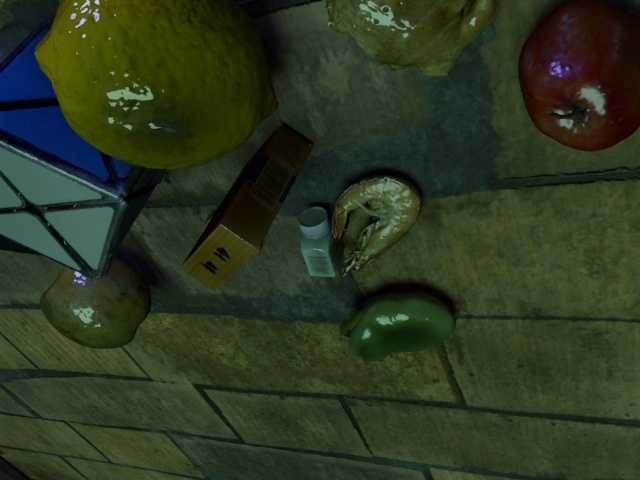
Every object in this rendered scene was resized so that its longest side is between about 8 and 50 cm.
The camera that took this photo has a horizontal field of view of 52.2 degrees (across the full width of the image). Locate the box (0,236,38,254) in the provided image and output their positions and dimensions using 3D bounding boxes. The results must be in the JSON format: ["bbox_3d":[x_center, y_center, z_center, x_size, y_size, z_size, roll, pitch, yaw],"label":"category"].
[{"bbox_3d":[-0.729,-0.109,1.325,0.350,0.091,0.359,6,139,19],"label":"box"}]

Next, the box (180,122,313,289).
[{"bbox_3d":[-0.110,-0.055,0.998,0.070,0.237,0.152,37,138,-12],"label":"box"}]

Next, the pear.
[{"bbox_3d":[-0.479,0.136,1.413,0.211,0.188,0.228,40,138,-10],"label":"pear"}]

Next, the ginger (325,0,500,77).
[{"bbox_3d":[0.090,-0.278,0.758,0.216,0.102,0.157,28,134,-13],"label":"ginger"}]

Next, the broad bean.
[{"bbox_3d":[0.144,0.158,1.249,0.227,0.100,0.169,-10,141,16],"label":"broad bean"}]

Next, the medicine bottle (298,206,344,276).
[{"bbox_3d":[0.000,0.000,1.138,0.054,0.074,0.118,3,136,22],"label":"medicine bottle"}]

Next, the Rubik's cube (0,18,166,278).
[{"bbox_3d":[-0.379,-0.137,1.013,0.260,0.259,0.255,26,142,-12],"label":"Rubik's cube"}]

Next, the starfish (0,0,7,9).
[{"bbox_3d":[-0.215,-0.307,0.644,0.383,0.398,0.132,7,125,29],"label":"starfish"}]

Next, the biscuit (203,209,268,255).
[{"bbox_3d":[-0.153,-0.018,1.226,0.140,0.023,0.118,-15,129,35],"label":"biscuit"}]

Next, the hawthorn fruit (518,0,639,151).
[{"bbox_3d":[0.293,-0.164,0.720,0.162,0.204,0.163,15,144,11],"label":"hawthorn fruit"}]

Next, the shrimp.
[{"bbox_3d":[0.074,-0.022,1.082,0.132,0.053,0.236,17,135,-19],"label":"shrimp"}]

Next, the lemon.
[{"bbox_3d":[-0.197,-0.217,0.835,0.310,0.254,0.253,9,145,-20],"label":"lemon"}]
